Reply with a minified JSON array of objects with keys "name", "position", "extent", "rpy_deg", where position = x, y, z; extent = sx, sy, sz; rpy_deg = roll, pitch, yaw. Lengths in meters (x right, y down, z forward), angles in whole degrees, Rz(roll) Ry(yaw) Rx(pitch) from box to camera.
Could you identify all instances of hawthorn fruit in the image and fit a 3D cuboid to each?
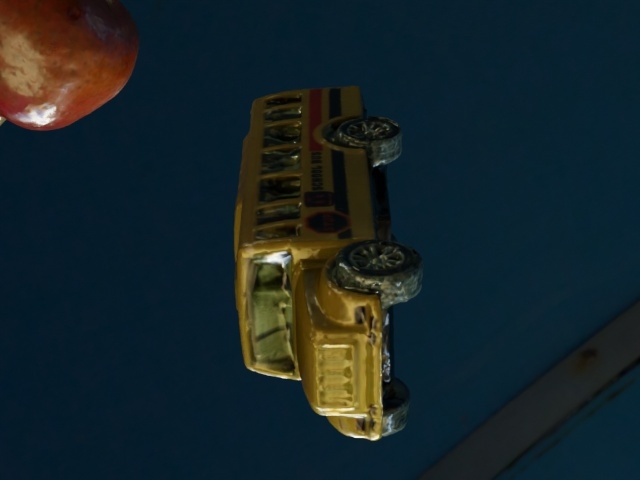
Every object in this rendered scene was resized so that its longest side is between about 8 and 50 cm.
[{"name":"hawthorn fruit","position":[-0.188,-0.128,0.839],"extent":[0.125,0.125,0.140],"rpy_deg":[12,-69,26]}]

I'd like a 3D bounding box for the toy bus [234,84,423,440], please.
[{"name":"toy bus","position":[0.000,0.000,0.878],"extent":[0.123,0.335,0.121],"rpy_deg":[0,-62,0]}]
